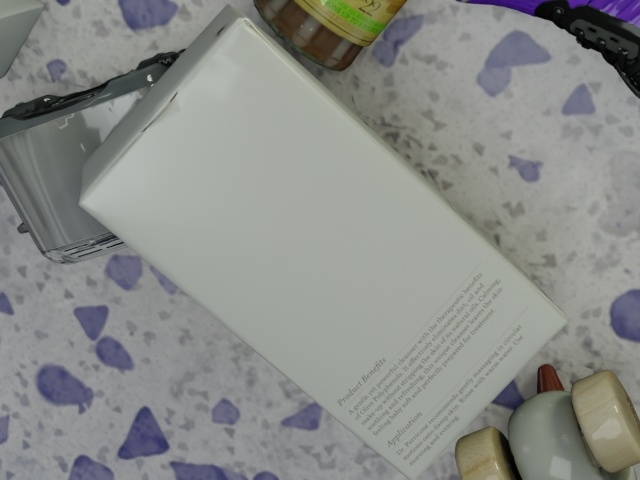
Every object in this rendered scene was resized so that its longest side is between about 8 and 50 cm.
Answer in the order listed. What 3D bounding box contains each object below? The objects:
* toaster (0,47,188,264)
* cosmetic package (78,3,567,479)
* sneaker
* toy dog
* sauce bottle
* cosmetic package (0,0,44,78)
[{"bbox_3d":[-0.183,-0.075,1.250,0.227,0.129,0.146,-18,104,11],"label":"toaster"},{"bbox_3d":[0.000,0.000,1.143,0.365,0.155,0.197,43,95,-15],"label":"cosmetic package"},{"bbox_3d":[0.242,-0.182,1.112,0.293,0.102,0.146,-1,95,15],"label":"sneaker"},{"bbox_3d":[0.247,0.240,1.239,0.220,0.161,0.333,-6,118,13],"label":"toy dog"},{"bbox_3d":[0.083,-0.296,1.128,0.111,0.111,0.344,40,112,1],"label":"sauce bottle"},{"bbox_3d":[-0.436,-0.219,1.140,0.284,0.377,0.097,38,111,1],"label":"cosmetic package"}]
